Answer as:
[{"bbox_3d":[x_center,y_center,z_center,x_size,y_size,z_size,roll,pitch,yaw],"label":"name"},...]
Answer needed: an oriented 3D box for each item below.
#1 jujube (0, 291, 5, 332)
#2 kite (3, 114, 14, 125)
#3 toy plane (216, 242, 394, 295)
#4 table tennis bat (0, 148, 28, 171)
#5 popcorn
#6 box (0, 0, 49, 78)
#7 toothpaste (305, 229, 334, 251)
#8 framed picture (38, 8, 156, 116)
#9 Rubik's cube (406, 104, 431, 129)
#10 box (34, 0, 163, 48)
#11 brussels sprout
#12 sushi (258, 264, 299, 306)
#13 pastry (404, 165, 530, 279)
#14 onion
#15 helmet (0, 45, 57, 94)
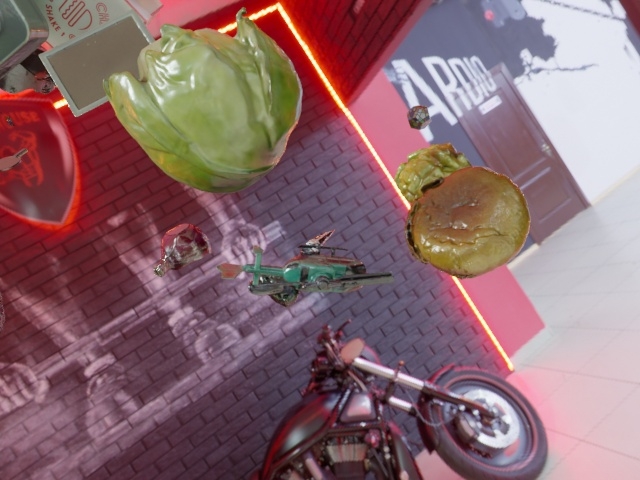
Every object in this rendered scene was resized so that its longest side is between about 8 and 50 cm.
[{"bbox_3d":[-0.687,0.147,1.008,0.077,0.129,0.077,-13,-39,-10],"label":"jujube"},{"bbox_3d":[-1.086,-0.418,1.704,0.002,0.044,0.078,-21,-4,-1],"label":"kite"},{"bbox_3d":[-0.039,0.072,1.103,0.382,0.106,0.155,7,14,-13],"label":"toy plane"},{"bbox_3d":[-1.162,-0.302,1.849,0.095,0.014,0.158,4,40,14],"label":"table tennis bat"},{"bbox_3d":[0.422,-0.207,1.775,0.247,0.282,0.282,-47,0,3],"label":"popcorn"},{"bbox_3d":[-1.062,-0.712,1.480,0.396,0.396,0.111,-21,19,27],"label":"box"},{"bbox_3d":[0.000,0.000,1.811,0.071,0.045,0.193,-38,-1,24],"label":"toothpaste"},{"bbox_3d":[-0.547,-0.455,1.258,0.273,0.216,0.016,-31,-13,-11],"label":"framed picture"},{"bbox_3d":[0.427,-0.534,2.137,0.111,0.111,0.093,-33,9,-9],"label":"Rubik's cube"},{"bbox_3d":[-0.769,-0.791,1.667,0.314,0.312,0.300,-35,30,20],"label":"box"},{"bbox_3d":[-0.252,-0.293,1.171,0.425,0.361,0.342,-23,3,20],"label":"brussels sprout"},{"bbox_3d":[-0.202,0.217,2.351,0.124,0.225,0.127,-49,-9,-21],"label":"sushi"},{"bbox_3d":[0.413,-0.055,1.403,0.356,0.356,0.164,-33,-43,4],"label":"pastry"},{"bbox_3d":[-0.498,0.037,1.713,0.218,0.139,0.195,-37,22,-29],"label":"onion"},{"bbox_3d":[-1.184,-0.716,1.961,0.305,0.225,0.177,-40,-17,-53],"label":"helmet"}]
